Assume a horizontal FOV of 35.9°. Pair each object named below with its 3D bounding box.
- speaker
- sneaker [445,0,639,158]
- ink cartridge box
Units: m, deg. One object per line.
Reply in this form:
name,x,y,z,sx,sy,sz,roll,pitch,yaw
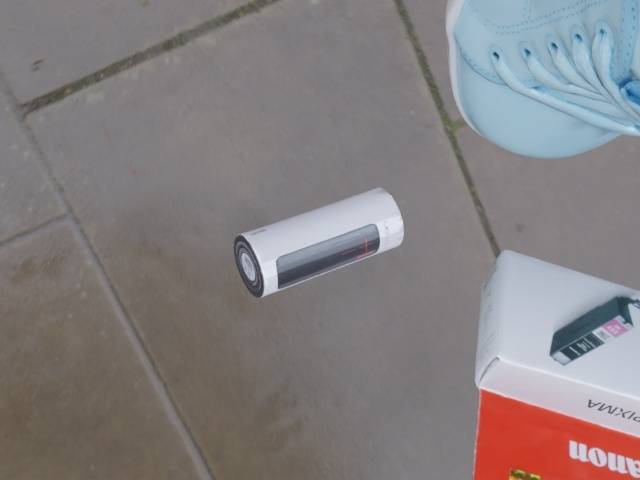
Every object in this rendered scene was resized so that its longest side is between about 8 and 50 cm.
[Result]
speaker,0.000,0.000,0.819,0.136,0.055,0.055,-19,109,-24
sneaker,0.126,-0.082,0.344,0.135,0.366,0.150,19,70,-6
ink cartridge box,0.269,0.148,0.854,0.275,0.239,0.060,17,137,-5
